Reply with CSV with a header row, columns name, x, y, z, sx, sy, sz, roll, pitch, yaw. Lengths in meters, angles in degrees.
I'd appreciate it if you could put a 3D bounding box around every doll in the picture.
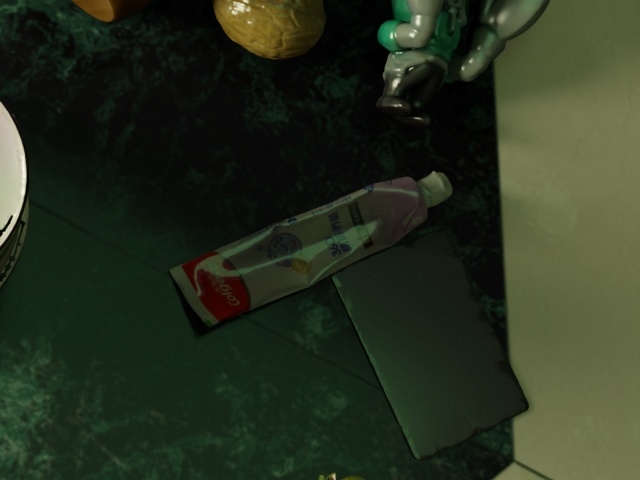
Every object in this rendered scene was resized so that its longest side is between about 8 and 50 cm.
name,x,y,z,sx,sy,sz,roll,pitch,yaw
doll,0.149,-0.251,1.462,0.195,0.153,0.258,-13,106,-46

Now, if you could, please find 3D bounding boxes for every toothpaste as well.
name,x,y,z,sx,sy,sz,roll,pitch,yaw
toothpaste,0.000,0.000,1.400,0.301,0.048,0.075,-25,88,-18

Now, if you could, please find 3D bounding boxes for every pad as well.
name,x,y,z,sx,sy,sz,roll,pitch,yaw
pad,0.114,0.104,1.426,0.143,0.003,0.211,-21,82,-20

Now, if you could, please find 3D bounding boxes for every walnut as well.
name,x,y,z,sx,sy,sz,roll,pitch,yaw
walnut,-0.055,-0.237,1.415,0.124,0.105,0.105,26,70,-8

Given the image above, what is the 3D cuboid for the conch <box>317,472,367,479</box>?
name,x,y,z,sx,sy,sz,roll,pitch,yaw
conch,0.043,0.304,1.321,0.106,0.079,0.170,7,67,-30

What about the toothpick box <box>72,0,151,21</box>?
name,x,y,z,sx,sy,sz,roll,pitch,yaw
toothpick box,-0.150,-0.362,1.380,0.192,0.192,0.294,44,76,-2

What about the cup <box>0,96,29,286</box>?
name,x,y,z,sx,sy,sz,roll,pitch,yaw
cup,-0.354,-0.041,1.171,0.253,0.274,0.253,1,87,-20
